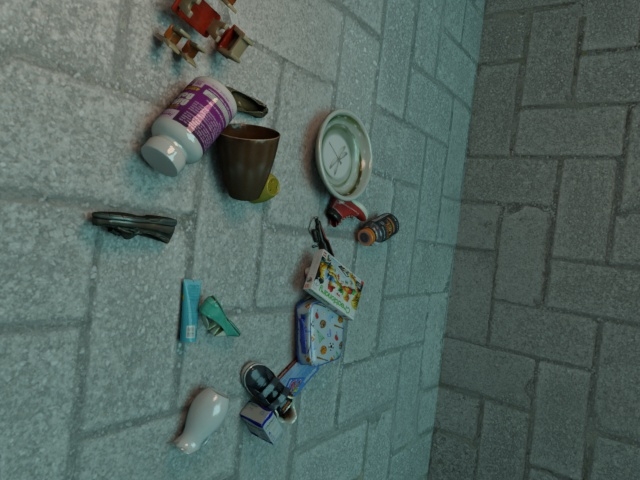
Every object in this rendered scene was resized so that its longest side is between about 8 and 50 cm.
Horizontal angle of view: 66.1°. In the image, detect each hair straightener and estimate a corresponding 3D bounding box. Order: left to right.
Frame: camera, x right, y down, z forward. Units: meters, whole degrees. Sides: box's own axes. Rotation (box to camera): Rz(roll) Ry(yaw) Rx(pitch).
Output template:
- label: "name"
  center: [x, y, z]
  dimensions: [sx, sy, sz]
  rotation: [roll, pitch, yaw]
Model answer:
- label: "hair straightener"
  center: [0.000, 0.000, 2.177]
  dimensions: [0.089, 0.047, 0.230]
  rotation: [-43, 128, -42]

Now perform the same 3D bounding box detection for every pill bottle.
- label: "pill bottle"
  center: [-0.396, -0.339, 1.476]
  dimensions: [0.301, 0.169, 0.169]
  rotation: [-60, 138, -28]
- label: "pill bottle"
  center: [0.288, -0.049, 2.492]
  dimensions: [0.246, 0.130, 0.130]
  rotation: [-27, 117, -48]

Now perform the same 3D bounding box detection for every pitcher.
- label: "pitcher"
  center: [-0.397, 0.623, 1.705]
  dimensions: [0.207, 0.126, 0.178]
  rotation: [-60, 160, -12]

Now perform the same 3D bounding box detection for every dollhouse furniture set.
- label: "dollhouse furniture set"
  center: [-0.339, -0.660, 1.498]
  dimensions: [0.262, 0.135, 0.259]
  rotation: [-51, 149, 8]

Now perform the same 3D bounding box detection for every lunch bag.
- label: "lunch bag"
  center: [-0.010, 0.392, 2.161]
  dimensions: [0.243, 0.115, 0.303]
  rotation: [-4, 91, -47]

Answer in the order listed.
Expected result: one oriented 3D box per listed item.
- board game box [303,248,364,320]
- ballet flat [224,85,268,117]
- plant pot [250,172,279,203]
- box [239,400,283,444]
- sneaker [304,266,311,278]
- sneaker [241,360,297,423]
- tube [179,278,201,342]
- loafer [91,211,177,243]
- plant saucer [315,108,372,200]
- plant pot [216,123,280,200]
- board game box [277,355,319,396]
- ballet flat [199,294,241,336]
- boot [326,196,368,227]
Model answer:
- label: "board game box"
  center: [0.064, 0.196, 2.140]
  dimensions: [0.305, 0.053, 0.193]
  rotation: [40, 56, -36]
- label: "ballet flat"
  center: [-0.270, -0.479, 1.716]
  dimensions: [0.250, 0.058, 0.084]
  rotation: [6, 90, -54]
- label: "plant pot"
  center: [-0.208, -0.200, 1.818]
  dimensions: [0.134, 0.095, 0.134]
  rotation: [-14, 108, -51]
- label: "box"
  center: [-0.231, 0.713, 1.924]
  dimensions: [0.072, 0.126, 0.137]
  rotation: [-47, 131, -36]
- label: "sneaker"
  center: [0.010, 0.143, 2.191]
  dimensions: [0.178, 0.077, 0.072]
  rotation: [-22, 114, -51]
- label: "sneaker"
  center: [-0.188, 0.605, 1.942]
  dimensions: [0.126, 0.127, 0.321]
  rotation: [-46, 126, -23]
- label: "tube"
  center: [-0.433, 0.233, 1.634]
  dimensions: [0.080, 0.052, 0.207]
  rotation: [12, 81, -64]
- label: "loafer"
  center: [-0.530, -0.033, 1.418]
  dimensions: [0.267, 0.096, 0.084]
  rotation: [3, 100, -56]
- label: "plant saucer"
  center: [0.084, -0.372, 2.167]
  dimensions: [0.400, 0.101, 0.400]
  rotation: [-3, 93, -52]
- label: "plant pot"
  center: [-0.254, -0.261, 1.681]
  dimensions: [0.215, 0.215, 0.230]
  rotation: [-25, 131, -49]
- label: "board game box"
  center: [-0.108, 0.595, 2.154]
  dimensions: [0.281, 0.027, 0.145]
  rotation: [-39, 124, -43]
- label: "ballet flat"
  center: [-0.359, 0.283, 1.712]
  dimensions: [0.087, 0.083, 0.247]
  rotation: [-40, 142, -17]
- label: "boot"
  center: [0.121, -0.113, 2.294]
  dimensions: [0.244, 0.088, 0.176]
  rotation: [39, 65, -41]
